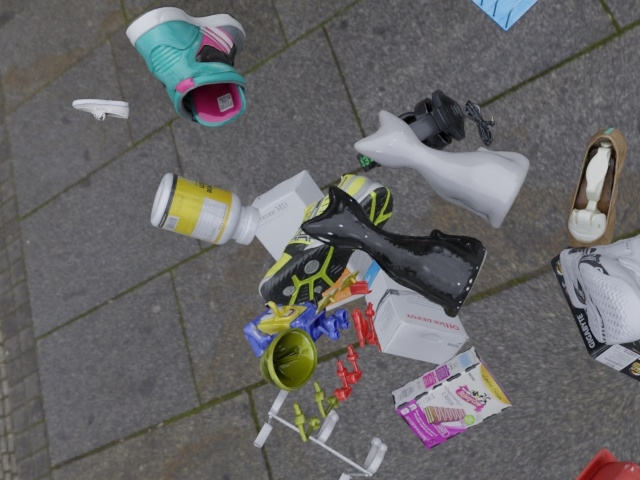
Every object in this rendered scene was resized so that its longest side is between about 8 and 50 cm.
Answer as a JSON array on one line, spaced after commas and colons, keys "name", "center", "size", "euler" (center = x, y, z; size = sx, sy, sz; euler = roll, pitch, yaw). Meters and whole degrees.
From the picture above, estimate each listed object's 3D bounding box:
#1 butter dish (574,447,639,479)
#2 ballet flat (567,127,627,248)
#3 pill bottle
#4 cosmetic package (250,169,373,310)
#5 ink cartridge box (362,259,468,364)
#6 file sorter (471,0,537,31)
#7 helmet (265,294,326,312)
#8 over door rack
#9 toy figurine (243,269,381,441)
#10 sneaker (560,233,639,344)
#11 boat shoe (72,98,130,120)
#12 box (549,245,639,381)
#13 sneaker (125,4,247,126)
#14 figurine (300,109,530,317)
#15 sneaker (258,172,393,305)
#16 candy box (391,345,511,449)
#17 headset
[{"name": "butter dish", "center": [0.523, 0.439, 1.007], "size": [0.159, 0.160, 0.118], "euler": [55, 141, 13]}, {"name": "ballet flat", "center": [0.671, -0.107, 1.486], "size": [0.116, 0.124, 0.342], "euler": [17, 105, 32]}, {"name": "pill bottle", "center": [-0.212, -0.051, 1.125], "size": [0.103, 0.184, 0.103], "euler": [-48, 33, 46]}, {"name": "cosmetic package", "center": [-0.025, 0.014, 2.078], "size": [0.230, 0.161, 0.453], "euler": [-27, 113, 28]}, {"name": "ink cartridge box", "center": [0.270, 0.204, 1.802], "size": [0.307, 0.223, 0.129], "euler": [-104, 35, -54]}, {"name": "file sorter", "center": [0.400, -0.580, 1.347], "size": [0.118, 0.104, 0.170], "euler": [-44, 81, 6]}, {"name": "helmet", "center": [-0.080, 0.187, 1.863], "size": [0.169, 0.169, 0.161], "euler": [-36, 79, 18]}, {"name": "over door rack", "center": [-0.006, 0.416, 1.280], "size": [0.240, 0.324, 0.108], "euler": [30, 58, 6]}, {"name": "toy figurine", "center": [-0.059, 0.199, 1.120], "size": [0.217, 0.362, 0.191], "euler": [-7, 107, 30]}, {"name": "sneaker", "center": [0.533, 0.061, 1.003], "size": [0.210, 0.366, 0.137], "euler": [-15, 94, 14]}, {"name": "boat shoe", "center": [-0.401, -0.237, 1.108], "size": [0.100, 0.035, 0.035], "euler": [1, 90, -12]}, {"name": "box", "center": [0.675, 0.182, 1.350], "size": [0.073, 0.293, 0.295], "euler": [-48, 26, 32]}, {"name": "sneaker", "center": [-0.177, -0.283, 1.010], "size": [0.124, 0.295, 0.178], "euler": [-27, 94, 26]}, {"name": "figurine", "center": [0.114, -0.048, 0.732], "size": [0.210, 0.092, 0.214], "euler": [27, 69, 13]}, {"name": "sneaker", "center": [0.000, 0.000, 1.441], "size": [0.385, 0.145, 0.147], "euler": [-43, 48, -6]}, {"name": "candy box", "center": [0.312, 0.380, 1.450], "size": [0.233, 0.159, 0.071], "euler": [-34, 22, 12]}, {"name": "headset", "center": [0.269, -0.248, 1.475], "size": [0.243, 0.394, 0.185], "euler": [-24, 97, 57]}]
